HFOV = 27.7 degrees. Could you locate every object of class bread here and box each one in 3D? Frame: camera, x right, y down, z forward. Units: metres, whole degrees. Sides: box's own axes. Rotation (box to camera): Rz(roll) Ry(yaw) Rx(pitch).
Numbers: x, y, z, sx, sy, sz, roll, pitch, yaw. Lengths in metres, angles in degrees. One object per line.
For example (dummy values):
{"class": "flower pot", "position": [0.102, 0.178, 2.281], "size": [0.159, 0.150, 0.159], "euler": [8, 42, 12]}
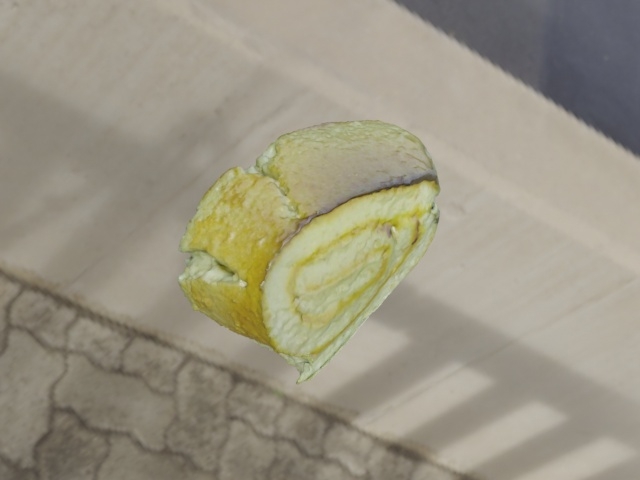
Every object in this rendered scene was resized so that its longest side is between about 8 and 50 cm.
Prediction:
{"class": "bread", "position": [0.000, 0.000, 1.164], "size": [0.257, 0.186, 0.124], "euler": [-36, 52, -29]}
